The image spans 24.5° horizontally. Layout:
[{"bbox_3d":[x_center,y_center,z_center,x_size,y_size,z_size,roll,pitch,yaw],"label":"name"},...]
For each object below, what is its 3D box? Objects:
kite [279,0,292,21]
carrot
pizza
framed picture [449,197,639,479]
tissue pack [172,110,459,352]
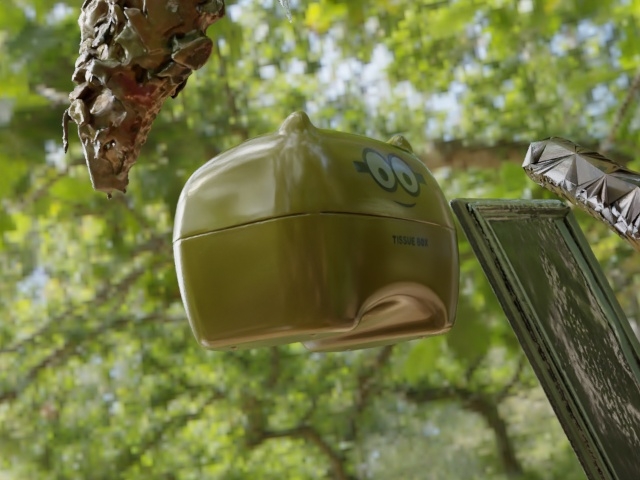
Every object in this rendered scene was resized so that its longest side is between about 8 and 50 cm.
[{"bbox_3d":[-0.049,-0.267,1.157,0.015,0.141,0.245,-7,25,-6],"label":"kite"},{"bbox_3d":[0.285,-0.049,1.479,0.069,0.069,0.228,3,21,-30],"label":"carrot"},{"bbox_3d":[-0.167,-0.155,1.230,0.069,0.147,0.226,-4,-39,-49],"label":"pizza"},{"bbox_3d":[0.209,0.095,1.106,0.018,0.293,0.231,-31,-12,25],"label":"framed picture"},{"bbox_3d":[0.000,0.000,0.867,0.123,0.127,0.178,-15,-12,32],"label":"tissue pack"}]
